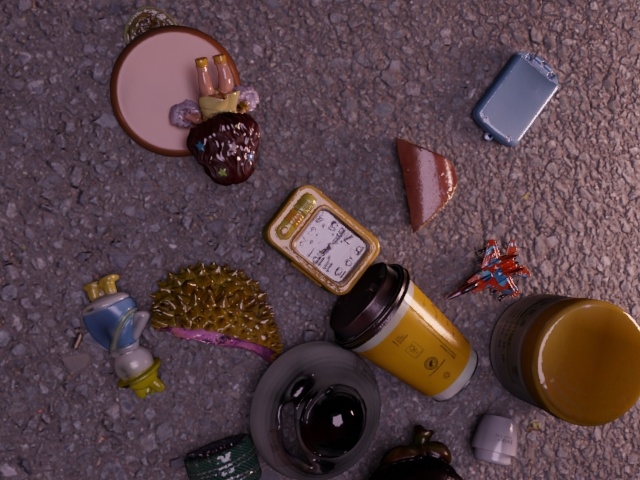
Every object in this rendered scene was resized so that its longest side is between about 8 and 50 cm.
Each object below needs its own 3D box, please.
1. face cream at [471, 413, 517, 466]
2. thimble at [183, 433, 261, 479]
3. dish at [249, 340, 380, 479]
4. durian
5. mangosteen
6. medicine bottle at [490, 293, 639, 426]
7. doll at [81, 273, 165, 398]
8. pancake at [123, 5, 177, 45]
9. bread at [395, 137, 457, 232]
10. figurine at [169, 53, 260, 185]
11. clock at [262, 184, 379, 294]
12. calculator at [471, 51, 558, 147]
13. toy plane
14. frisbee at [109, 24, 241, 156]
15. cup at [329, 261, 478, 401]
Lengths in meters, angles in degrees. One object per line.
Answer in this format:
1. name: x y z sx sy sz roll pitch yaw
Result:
1. face cream: 0.354 0.404 1.838 0.091 0.091 0.095 16 80 -11
2. thimble: -0.184 0.428 1.714 0.135 0.118 0.090 -19 93 -13
3. dish: 0.015 0.335 1.712 0.273 0.133 0.274 -2 95 -26
4. durian: -0.189 0.125 1.720 0.260 0.154 0.187 5 65 -19
5. mangosteen: 0.188 0.479 1.763 0.211 0.211 0.250 14 57 -11
6. medicine bottle: 0.483 0.226 1.790 0.237 0.232 0.238 0 91 -12
7. doll: -0.368 0.185 1.686 0.135 0.099 0.241 -27 98 -8
8. pancake: -0.322 -0.392 1.728 0.108 0.017 0.108 0 90 -12
9. bread: 0.219 -0.121 1.815 0.119 0.067 0.193 -12 93 -11
10. figurine: -0.184 -0.221 1.688 0.174 0.116 0.240 -14 99 -13
11. clock: 0.000 0.000 1.760 0.202 0.096 0.143 39 80 -10
12. calculator: 0.400 -0.289 1.865 0.121 0.039 0.210 37 84 -8
13. toy plane: 0.333 0.076 1.846 0.189 0.061 0.130 -26 96 -6
14. frisbee: -0.273 -0.284 1.730 0.250 0.021 0.251 -2 96 -15
15. cup: 0.164 0.182 1.757 0.279 0.196 0.196 39 83 -18
